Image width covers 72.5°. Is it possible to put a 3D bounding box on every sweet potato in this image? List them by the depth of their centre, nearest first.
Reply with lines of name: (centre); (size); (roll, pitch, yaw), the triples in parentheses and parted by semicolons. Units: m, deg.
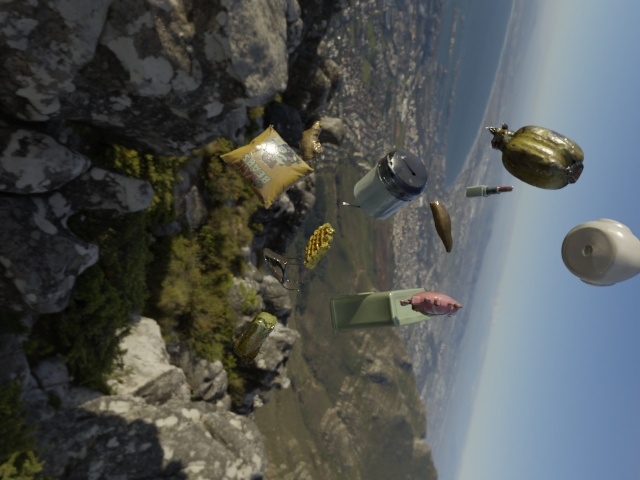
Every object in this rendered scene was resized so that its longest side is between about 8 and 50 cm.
sweet potato: (0.557, -0.064, 1.963); (0.077, 0.077, 0.243); (-9, 81, -66)

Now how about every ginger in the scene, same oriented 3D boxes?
ginger: (-0.053, -0.519, 2.292); (0.074, 0.138, 0.213); (9, 81, -66)

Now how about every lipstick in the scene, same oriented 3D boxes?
lipstick: (0.378, -0.111, 0.972); (0.025, 0.107, 0.025); (3, 87, -38)

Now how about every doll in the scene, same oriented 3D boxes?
doll: (0.900, 0.042, 1.376); (0.251, 0.221, 0.220); (-155, -107, -68)
doll: (0.431, 0.250, 1.710); (0.211, 0.262, 0.093); (31, 64, -50)

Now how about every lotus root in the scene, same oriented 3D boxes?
lotus root: (0.589, -0.243, 1.221); (0.154, 0.278, 0.153); (-35, 145, -29)

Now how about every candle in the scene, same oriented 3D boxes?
candle: (0.281, -0.222, 1.888); (0.342, 0.221, 0.221); (-40, -168, 47)

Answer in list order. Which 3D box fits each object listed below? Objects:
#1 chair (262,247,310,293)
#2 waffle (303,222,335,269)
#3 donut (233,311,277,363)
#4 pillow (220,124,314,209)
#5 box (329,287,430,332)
chair: (-0.158, 0.117, 1.893); (0.174, 0.214, 0.148); (-75, -178, -78)
waffle: (0.001, 0.000, 2.163); (0.219, 0.057, 0.229); (-50, -159, 33)
donut: (-0.328, 0.463, 2.148); (0.272, 0.107, 0.272); (-51, -170, 13)
pillow: (-0.228, -0.332, 1.926); (0.312, 0.310, 0.119); (-40, 178, -25)
box: (0.286, 0.324, 2.053); (0.352, 0.344, 0.177); (3, 78, -47)
